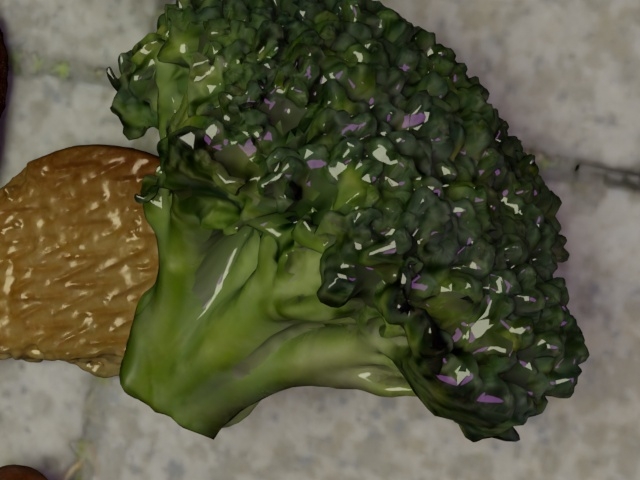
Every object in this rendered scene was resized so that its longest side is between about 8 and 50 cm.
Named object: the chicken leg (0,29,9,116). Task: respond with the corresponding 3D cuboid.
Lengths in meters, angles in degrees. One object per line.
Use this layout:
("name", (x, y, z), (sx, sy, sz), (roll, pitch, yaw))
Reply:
("chicken leg", (-0.251, -0.120, 1.031), (0.105, 0.051, 0.253), (-6, 86, 25))

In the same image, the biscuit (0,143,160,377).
("biscuit", (-0.141, 0.013, 1.000), (0.224, 0.033, 0.145), (-7, 87, 19))

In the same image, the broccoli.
("broccoli", (0.000, 0.000, 0.861), (0.247, 0.288, 0.245), (21, 128, -22))

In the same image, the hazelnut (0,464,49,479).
("hazelnut", (-0.195, 0.181, 1.003), (0.086, 0.086, 0.086), (0, 91, 20))
